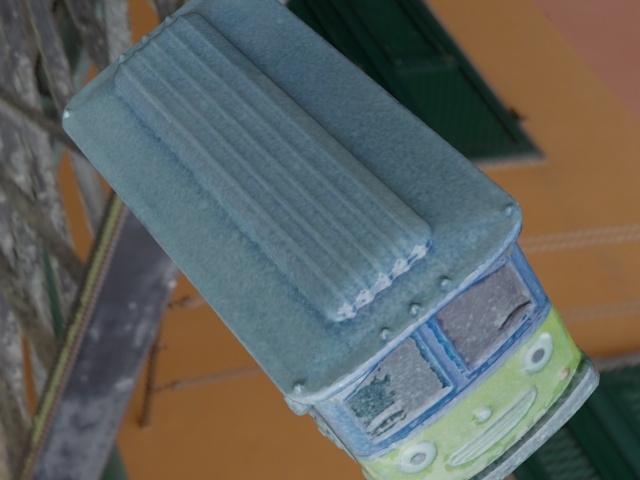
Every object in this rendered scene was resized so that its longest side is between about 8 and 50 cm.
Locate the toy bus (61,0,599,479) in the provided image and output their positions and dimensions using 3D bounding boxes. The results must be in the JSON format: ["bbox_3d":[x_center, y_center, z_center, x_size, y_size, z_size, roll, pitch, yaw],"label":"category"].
[{"bbox_3d":[0.000,0.000,0.869,0.152,0.312,0.190,-39,137,-5],"label":"toy bus"}]
